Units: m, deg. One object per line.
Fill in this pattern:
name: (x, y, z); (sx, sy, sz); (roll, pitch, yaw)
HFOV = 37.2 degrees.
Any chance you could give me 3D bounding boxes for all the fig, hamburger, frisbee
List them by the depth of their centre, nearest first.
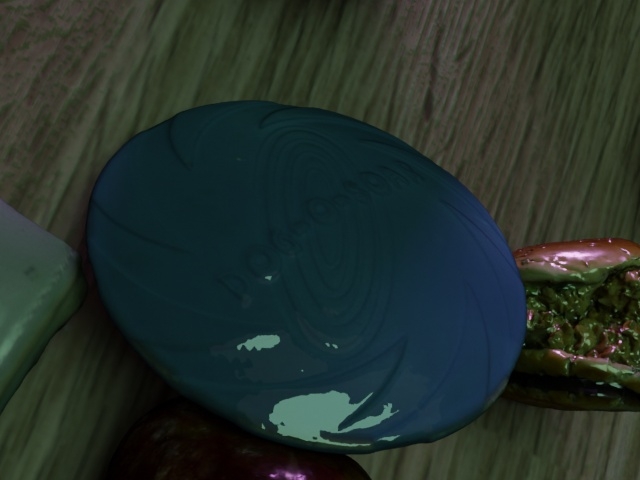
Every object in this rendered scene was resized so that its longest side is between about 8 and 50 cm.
fig: (-0.045, 0.227, 0.563); (0.145, 0.170, 0.274); (-27, 123, -58)
frisbee: (0.001, -0.003, 0.594); (0.289, 0.049, 0.289); (11, 44, -11)
hamburger: (0.177, 0.060, 0.707); (0.185, 0.159, 0.131); (15, 76, -48)

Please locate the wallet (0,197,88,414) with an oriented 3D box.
wallet: (-0.320, 0.011, 0.473); (0.360, 0.083, 0.252); (38, 59, -18)
